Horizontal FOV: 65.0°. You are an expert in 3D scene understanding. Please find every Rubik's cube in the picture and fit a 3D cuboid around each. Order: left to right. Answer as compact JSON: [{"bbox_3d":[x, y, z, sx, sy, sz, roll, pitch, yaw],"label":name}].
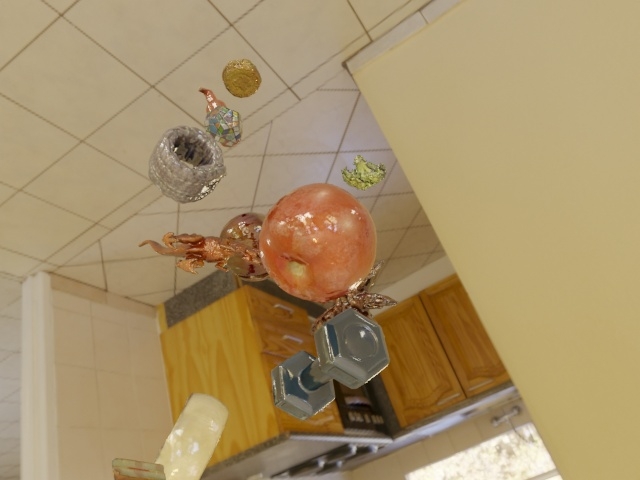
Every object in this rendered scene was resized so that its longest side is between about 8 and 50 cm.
[{"bbox_3d":[-0.259,-0.309,1.352,0.093,0.111,0.111,0,148,2],"label":"Rubik's cube"}]

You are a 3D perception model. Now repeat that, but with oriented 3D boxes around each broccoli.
[{"bbox_3d":[0.113,-0.175,1.288,0.095,0.097,0.092,-41,133,-14],"label":"broccoli"}]

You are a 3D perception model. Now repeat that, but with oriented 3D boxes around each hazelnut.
[{"bbox_3d":[-0.224,0.015,1.620,0.217,0.217,0.251,-21,147,0],"label":"hazelnut"}]

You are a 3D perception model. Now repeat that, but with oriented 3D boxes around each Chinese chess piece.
[{"bbox_3d":[-0.398,0.617,1.471,0.140,0.338,0.338,30,134,-5],"label":"Chinese chess piece"}]

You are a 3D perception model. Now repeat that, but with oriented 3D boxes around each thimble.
[{"bbox_3d":[-0.277,-0.159,1.045,0.150,0.150,0.098,8,143,-39],"label":"thimble"}]

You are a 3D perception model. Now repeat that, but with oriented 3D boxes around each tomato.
[{"bbox_3d":[0.000,0.000,0.879,0.184,0.208,0.208,-50,174,-44],"label":"tomato"}]

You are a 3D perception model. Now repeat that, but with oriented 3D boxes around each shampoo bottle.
[{"bbox_3d":[-0.370,-0.455,1.835,0.085,0.244,0.085,-25,160,-10],"label":"shampoo bottle"}]

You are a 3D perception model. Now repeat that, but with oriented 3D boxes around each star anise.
[{"bbox_3d":[0.073,0.154,1.344,0.288,0.288,0.088,-31,150,17],"label":"star anise"}]

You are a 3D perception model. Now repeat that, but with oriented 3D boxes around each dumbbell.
[{"bbox_3d":[0.009,0.279,1.098,0.143,0.156,0.316,8,144,-27],"label":"dumbbell"}]

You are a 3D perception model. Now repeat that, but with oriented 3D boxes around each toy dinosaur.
[{"bbox_3d":[-0.353,0.022,1.345,0.432,0.097,0.208,9,-175,14],"label":"toy dinosaur"}]

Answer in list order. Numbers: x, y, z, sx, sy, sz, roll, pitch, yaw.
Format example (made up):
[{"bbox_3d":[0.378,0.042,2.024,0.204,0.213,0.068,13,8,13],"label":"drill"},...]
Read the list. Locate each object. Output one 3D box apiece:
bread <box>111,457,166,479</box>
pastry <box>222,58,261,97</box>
[{"bbox_3d":[-0.327,0.415,0.870,0.062,0.043,0.109,-49,130,6],"label":"bread"},{"bbox_3d":[-0.203,-0.419,1.300,0.097,0.057,0.109,7,135,-25],"label":"pastry"}]
